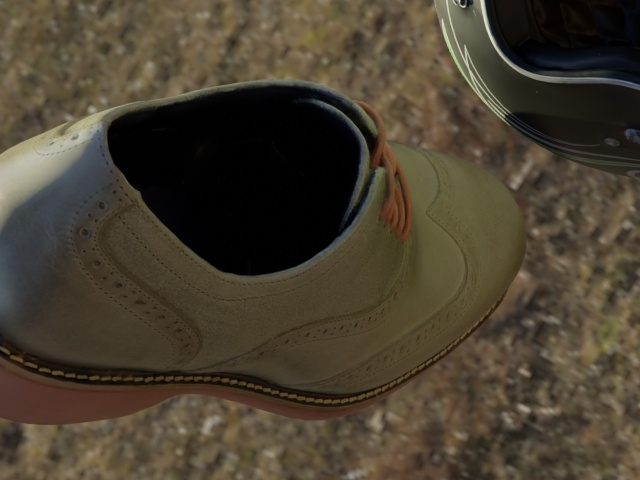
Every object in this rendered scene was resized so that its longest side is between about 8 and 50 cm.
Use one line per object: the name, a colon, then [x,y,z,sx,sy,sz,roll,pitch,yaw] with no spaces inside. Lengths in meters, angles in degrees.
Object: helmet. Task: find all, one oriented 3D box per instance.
helmet: [0.129,-0.108,0.737,0.161,0.169,0.169,29,90,25]

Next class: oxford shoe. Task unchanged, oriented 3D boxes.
oxford shoe: [0.000,0.000,0.820,0.146,0.397,0.140,-35,74,35]
